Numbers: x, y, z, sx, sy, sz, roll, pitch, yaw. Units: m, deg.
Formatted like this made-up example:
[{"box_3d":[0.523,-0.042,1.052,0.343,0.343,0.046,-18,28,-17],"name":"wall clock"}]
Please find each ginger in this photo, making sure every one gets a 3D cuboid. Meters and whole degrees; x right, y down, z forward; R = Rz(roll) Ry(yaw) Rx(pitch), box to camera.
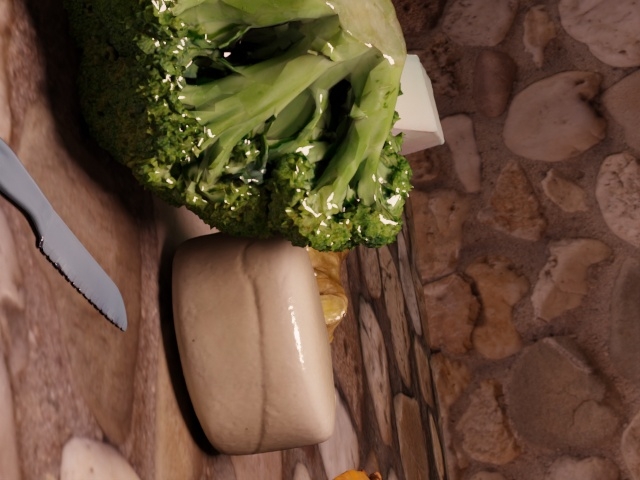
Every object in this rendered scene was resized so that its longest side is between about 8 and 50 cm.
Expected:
[{"box_3d":[-0.012,0.008,1.721,0.363,0.122,0.348,63,20,-67],"name":"ginger"}]

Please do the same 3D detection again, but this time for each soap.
[{"box_3d":[-0.009,-0.135,1.415,0.173,0.289,0.095,36,41,-73],"name":"soap"}]

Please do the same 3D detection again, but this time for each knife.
[{"box_3d":[-0.221,-0.009,0.969,0.313,0.019,0.044,61,27,-53],"name":"knife"}]

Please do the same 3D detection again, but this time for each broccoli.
[{"box_3d":[-0.078,-0.168,1.144,0.310,0.321,0.413,137,-63,-71],"name":"broccoli"}]

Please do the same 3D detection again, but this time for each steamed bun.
[{"box_3d":[-0.068,0.099,1.233,0.164,0.146,0.241,52,27,-73],"name":"steamed bun"}]

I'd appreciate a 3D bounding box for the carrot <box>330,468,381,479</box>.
[{"box_3d":[0.019,0.405,1.081,0.340,0.224,0.224,65,9,15],"name":"carrot"}]
